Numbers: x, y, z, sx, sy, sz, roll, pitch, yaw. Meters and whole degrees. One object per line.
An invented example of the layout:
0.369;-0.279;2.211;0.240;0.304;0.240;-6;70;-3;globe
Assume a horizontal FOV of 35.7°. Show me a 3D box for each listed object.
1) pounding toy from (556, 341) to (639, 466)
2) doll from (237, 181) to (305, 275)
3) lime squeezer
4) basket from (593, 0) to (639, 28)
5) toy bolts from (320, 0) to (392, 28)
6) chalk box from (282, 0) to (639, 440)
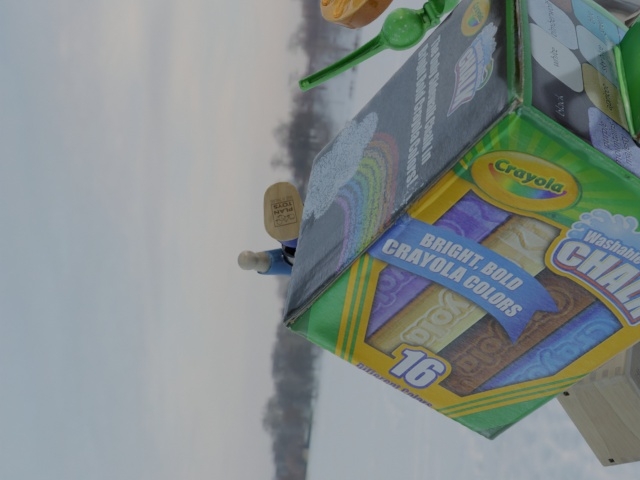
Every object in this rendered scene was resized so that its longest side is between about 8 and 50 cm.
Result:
0.279;0.132;0.957;0.130;0.100;0.141;53;-142;-24;pounding toy
0.000;0.000;0.736;0.189;0.129;0.046;61;-170;-72;doll
0.098;-0.265;1.155;0.310;0.110;0.059;-45;70;41;lime squeezer
0.258;-0.125;0.728;0.227;0.204;0.154;-56;-54;-70;basket
0.019;-0.348;0.962;0.228;0.158;0.218;-42;37;26;toy bolts
0.100;-0.030;0.460;0.213;0.132;0.132;-43;24;38;chalk box
